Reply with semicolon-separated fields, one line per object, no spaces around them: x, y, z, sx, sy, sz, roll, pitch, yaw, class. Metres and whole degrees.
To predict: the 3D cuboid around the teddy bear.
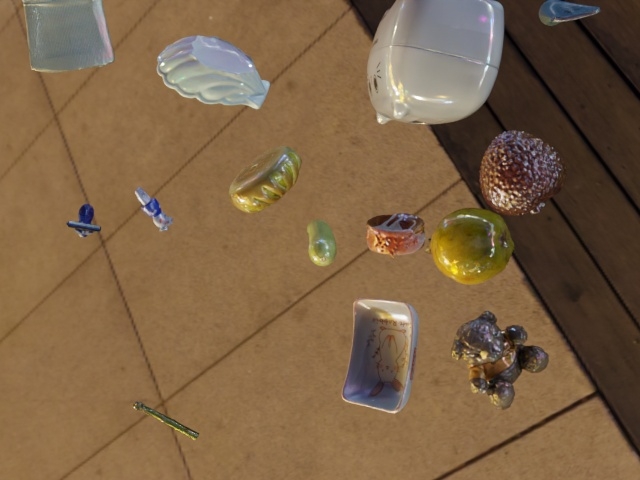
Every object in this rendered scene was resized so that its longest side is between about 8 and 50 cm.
0.365;0.244;1.553;0.177;0.190;0.140;-46;23;-10;teddy bear

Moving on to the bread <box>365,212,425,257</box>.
0.195;-0.016;1.896;0.160;0.160;0.073;16;116;35;bread

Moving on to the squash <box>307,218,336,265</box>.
0.000;0.000;2.091;0.083;0.083;0.250;-56;16;16;squash

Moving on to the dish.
0.132;0.226;1.443;0.151;0.077;0.212;2;82;43;dish

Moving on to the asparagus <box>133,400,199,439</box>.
-0.269;0.313;1.263;0.127;0.018;0.015;30;76;-8;asparagus

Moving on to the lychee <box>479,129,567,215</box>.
0.434;-0.140;1.580;0.194;0.194;0.194;-4;82;34;lychee

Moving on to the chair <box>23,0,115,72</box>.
-0.481;-0.486;1.337;0.186;0.160;0.319;-134;36;-62;chair

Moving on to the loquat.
0.385;0.014;1.944;0.246;0.213;0.213;-5;82;39;loquat

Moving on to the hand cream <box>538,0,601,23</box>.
0.439;-0.413;1.318;0.083;0.224;0.048;-10;107;7;hand cream

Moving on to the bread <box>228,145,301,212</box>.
-0.136;-0.155;1.872;0.213;0.213;0.105;-24;113;30;bread

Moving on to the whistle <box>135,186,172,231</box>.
-0.271;-0.052;1.178;0.029;0.033;0.083;-11;122;41;whistle

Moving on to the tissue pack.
0.210;-0.335;1.399;0.229;0.333;0.236;11;96;-5;tissue pack

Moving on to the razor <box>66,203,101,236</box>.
-0.335;-0.026;1.028;0.154;0.044;0.028;-140;62;-69;razor

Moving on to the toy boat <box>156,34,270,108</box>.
-0.267;-0.436;1.832;0.100;0.290;0.199;122;167;-53;toy boat
